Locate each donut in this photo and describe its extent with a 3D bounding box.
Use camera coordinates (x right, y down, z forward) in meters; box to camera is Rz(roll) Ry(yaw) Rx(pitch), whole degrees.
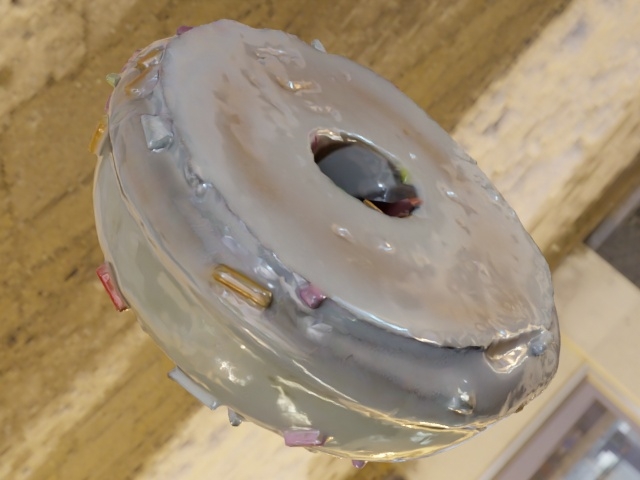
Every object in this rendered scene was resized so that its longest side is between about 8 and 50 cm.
[{"bbox_3d":[0.000,0.000,0.891,0.142,0.382,0.382,-50,163,28],"label":"donut"}]
